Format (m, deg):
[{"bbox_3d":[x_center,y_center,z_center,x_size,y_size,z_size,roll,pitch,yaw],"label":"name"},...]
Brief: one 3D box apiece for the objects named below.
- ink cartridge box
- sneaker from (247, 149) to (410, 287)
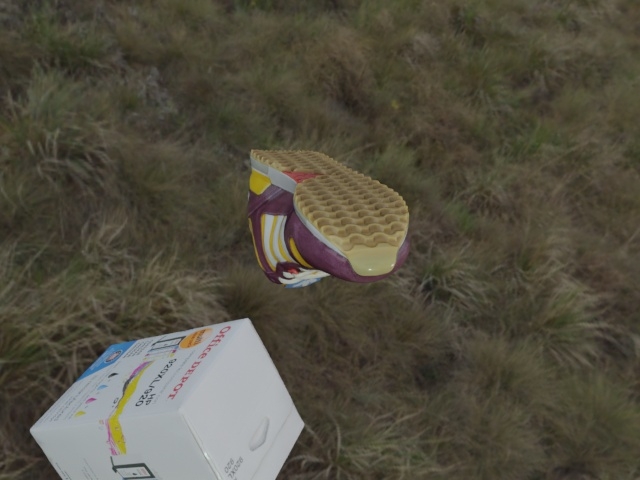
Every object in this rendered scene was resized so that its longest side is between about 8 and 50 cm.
[{"bbox_3d":[-0.174,0.220,0.804,0.168,0.232,0.171,65,30,-19],"label":"ink cartridge box"},{"bbox_3d":[0.000,0.000,0.425,0.069,0.084,0.185,-2,22,-18],"label":"sneaker"}]
